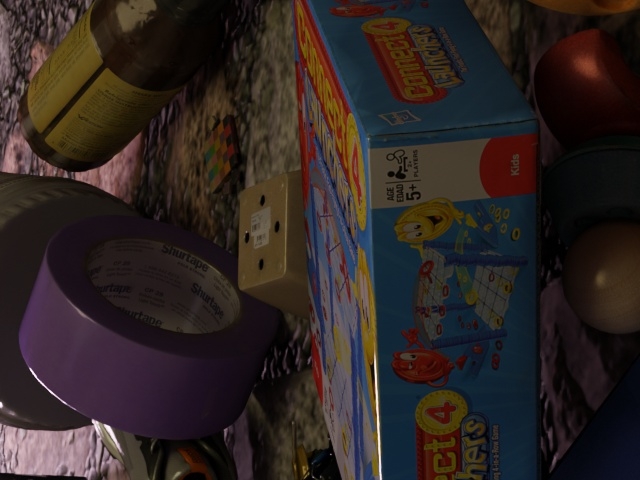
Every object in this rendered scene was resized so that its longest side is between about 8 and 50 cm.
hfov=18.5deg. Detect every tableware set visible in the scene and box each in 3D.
[{"bbox_3d":[0.003,0.211,1.395,0.104,0.024,0.154,91,168,-51],"label":"tableware set"}]

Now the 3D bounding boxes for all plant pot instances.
[{"bbox_3d":[0.000,0.000,1.387,0.109,0.096,0.109,-18,69,60],"label":"plant pot"}]

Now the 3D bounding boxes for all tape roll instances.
[{"bbox_3d":[-0.133,0.065,1.524,0.080,0.189,0.189,-67,32,28],"label":"tape roll"}]

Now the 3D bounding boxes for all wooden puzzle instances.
[{"bbox_3d":[-0.083,-0.072,1.654,0.049,0.006,0.083,-48,44,47],"label":"wooden puzzle"}]

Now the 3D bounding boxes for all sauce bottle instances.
[{"bbox_3d":[-0.155,-0.170,1.705,0.344,0.111,0.111,-35,54,53],"label":"sauce bottle"}]

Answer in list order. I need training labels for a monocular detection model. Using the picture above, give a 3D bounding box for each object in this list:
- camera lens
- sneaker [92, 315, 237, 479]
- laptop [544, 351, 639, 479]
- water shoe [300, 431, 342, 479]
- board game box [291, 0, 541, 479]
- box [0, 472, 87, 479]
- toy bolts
[{"bbox_3d":[-0.266,0.050,1.742,0.274,0.219,0.219,8,91,62],"label":"camera lens"},{"bbox_3d":[-0.111,0.164,1.538,0.108,0.100,0.271,100,153,-52],"label":"sneaker"},{"bbox_3d":[0.089,0.301,1.020,0.236,0.408,0.382,42,128,17],"label":"laptop"},{"bbox_3d":[0.026,0.155,1.320,0.073,0.080,0.203,-39,51,52],"label":"water shoe"},{"bbox_3d":[0.050,0.016,1.125,0.308,0.086,0.302,-108,13,-64],"label":"board game box"},{"bbox_3d":[-0.280,0.289,1.756,0.045,0.184,0.191,-60,37,33],"label":"box"},{"bbox_3d":[0.165,-0.059,0.983,0.228,0.218,0.158,129,153,-56],"label":"toy bolts"}]
